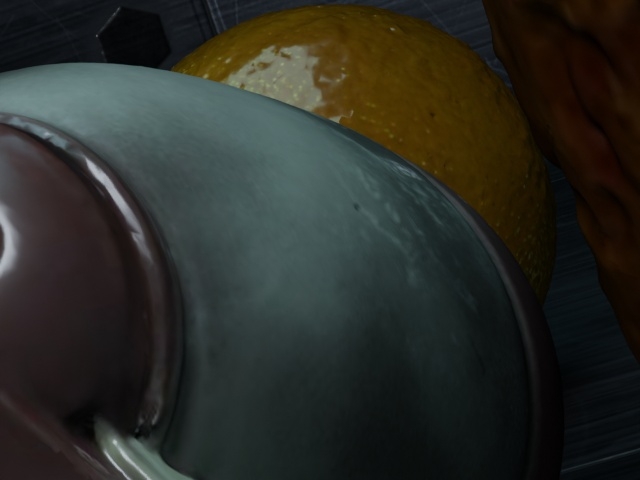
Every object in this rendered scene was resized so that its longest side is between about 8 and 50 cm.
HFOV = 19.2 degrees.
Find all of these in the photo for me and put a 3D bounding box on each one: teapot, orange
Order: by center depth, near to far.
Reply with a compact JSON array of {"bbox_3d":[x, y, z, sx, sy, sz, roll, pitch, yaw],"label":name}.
[{"bbox_3d":[-0.037,0.077,0.625,0.233,0.315,0.312,-52,-22,7],"label":"teapot"},{"bbox_3d":[0.000,0.000,1.087,0.274,0.274,0.274,-18,8,3],"label":"orange"}]

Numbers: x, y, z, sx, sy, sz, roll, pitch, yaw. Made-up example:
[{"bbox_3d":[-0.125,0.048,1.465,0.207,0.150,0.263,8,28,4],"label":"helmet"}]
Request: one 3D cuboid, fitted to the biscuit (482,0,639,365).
[{"bbox_3d":[0.221,-0.041,0.592,0.166,0.343,0.395,-27,8,-24],"label":"biscuit"}]
